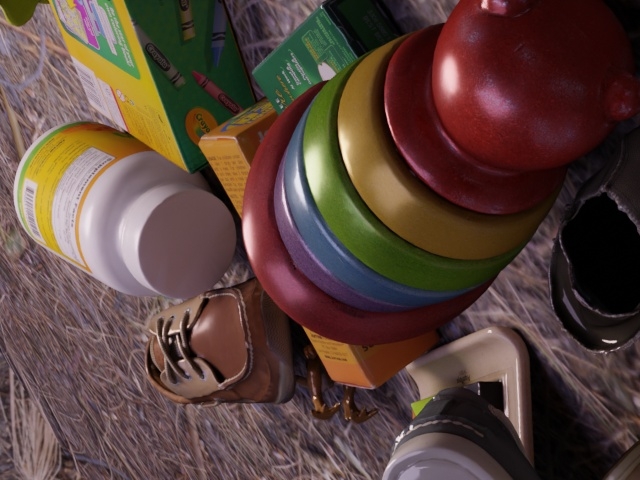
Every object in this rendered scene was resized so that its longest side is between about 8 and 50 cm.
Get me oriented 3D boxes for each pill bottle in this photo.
[{"bbox_3d":[-0.181,-0.025,1.801,0.246,0.136,0.136,25,144,55],"label":"pill bottle"}]

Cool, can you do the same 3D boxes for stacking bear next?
[{"bbox_3d":[0.078,-0.059,1.110,0.175,0.164,0.289,46,146,-1],"label":"stacking bear"}]

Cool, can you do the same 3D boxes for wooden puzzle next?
[{"bbox_3d":[0.112,0.197,1.473,0.221,0.044,0.238,145,120,-70],"label":"wooden puzzle"}]

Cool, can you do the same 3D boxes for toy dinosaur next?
[{"bbox_3d":[0.008,0.115,1.729,0.211,0.064,0.112,98,161,-57],"label":"toy dinosaur"}]

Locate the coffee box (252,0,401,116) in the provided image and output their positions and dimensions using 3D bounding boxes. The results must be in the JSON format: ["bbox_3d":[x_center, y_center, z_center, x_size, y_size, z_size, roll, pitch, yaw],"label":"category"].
[{"bbox_3d":[0.018,-0.106,1.358,0.113,0.040,0.184,55,160,0],"label":"coffee box"}]

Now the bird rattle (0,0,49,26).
[{"bbox_3d":[-0.316,-0.299,1.669,0.253,0.143,0.206,83,180,-71],"label":"bird rattle"}]

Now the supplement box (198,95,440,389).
[{"bbox_3d":[0.000,0.000,1.513,0.233,0.078,0.080,60,160,-13],"label":"supplement box"}]

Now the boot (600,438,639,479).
[{"bbox_3d":[0.259,0.235,1.288,0.165,0.077,0.213,40,157,34],"label":"boot"}]

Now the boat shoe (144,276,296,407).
[{"bbox_3d":[-0.099,0.105,1.783,0.324,0.116,0.123,133,128,-72],"label":"boat shoe"}]

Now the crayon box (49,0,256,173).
[{"bbox_3d":[-0.156,-0.206,1.542,0.165,0.081,0.278,34,151,45],"label":"crayon box"}]

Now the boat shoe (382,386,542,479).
[{"bbox_3d":[0.160,0.231,1.301,0.116,0.099,0.319,-29,110,27],"label":"boat shoe"}]

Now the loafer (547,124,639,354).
[{"bbox_3d":[0.169,0.002,1.110,0.094,0.087,0.251,49,159,18],"label":"loafer"}]
